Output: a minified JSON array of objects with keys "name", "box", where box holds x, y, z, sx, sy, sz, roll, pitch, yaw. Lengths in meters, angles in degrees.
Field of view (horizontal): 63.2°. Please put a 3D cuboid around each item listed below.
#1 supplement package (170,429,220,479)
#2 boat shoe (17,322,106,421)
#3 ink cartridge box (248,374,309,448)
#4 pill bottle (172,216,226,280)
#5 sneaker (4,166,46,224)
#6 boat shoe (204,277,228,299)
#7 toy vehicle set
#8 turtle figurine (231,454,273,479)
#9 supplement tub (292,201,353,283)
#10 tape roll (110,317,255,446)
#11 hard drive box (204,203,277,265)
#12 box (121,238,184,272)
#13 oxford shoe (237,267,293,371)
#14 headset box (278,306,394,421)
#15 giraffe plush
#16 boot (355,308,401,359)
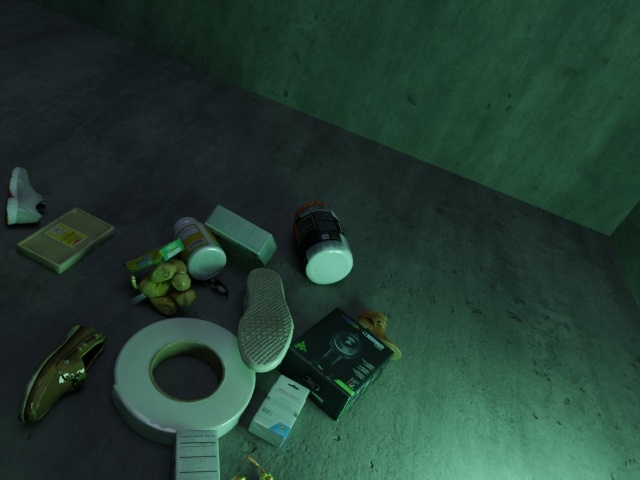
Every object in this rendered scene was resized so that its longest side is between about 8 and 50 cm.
[{"name":"supplement package","box":[-0.302,0.561,1.246,0.105,0.105,0.179,6,39,-20]},{"name":"boat shoe","box":[-0.658,0.336,1.347,0.104,0.110,0.307,17,37,-5]},{"name":"ink cartridge box","box":[-0.114,0.482,1.478,0.104,0.060,0.180,27,37,8]},{"name":"pill bottle","box":[-0.436,0.019,1.826,0.136,0.136,0.245,-5,33,-31]},{"name":"sneaker","box":[-1.020,-0.148,1.809,0.121,0.099,0.262,7,46,-31]},{"name":"boat shoe","box":[-0.359,0.151,1.792,0.046,0.038,0.125,-18,52,-41]},{"name":"toy vehicle set","box":[-0.848,-0.005,1.747,0.166,0.035,0.267,27,37,7]},{"name":"turtle figurine","box":[-0.150,0.632,1.215,0.217,0.087,0.269,43,1,14]},{"name":"supplement tub","box":[0.000,0.000,2.034,0.193,0.193,0.316,5,40,-21]},{"name":"tape roll","box":[-0.379,0.384,1.463,0.392,0.072,0.392,14,37,-11]},{"name":"hard drive box","box":[-0.288,-0.017,1.913,0.232,0.181,0.089,29,76,10]},{"name":"box","box":[-0.528,0.051,1.629,0.043,0.179,0.105,68,27,-13]},{"name":"oxford shoe","box":[-0.179,0.258,1.641,0.169,0.130,0.449,8,29,-12]},{"name":"headset box","box":[0.044,0.382,1.625,0.246,0.131,0.283,37,40,21]},{"name":"giraffe plush","box":[-0.493,0.130,1.682,0.210,0.181,0.170,-12,22,14]},{"name":"boot","box":[0.213,0.324,1.837,0.197,0.073,0.152,31,33,8]}]
